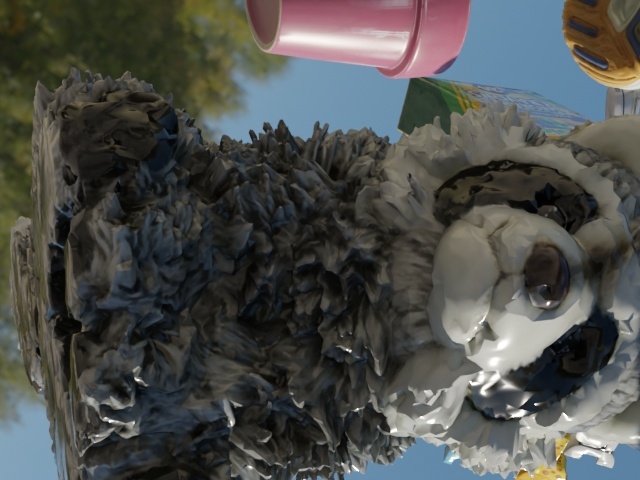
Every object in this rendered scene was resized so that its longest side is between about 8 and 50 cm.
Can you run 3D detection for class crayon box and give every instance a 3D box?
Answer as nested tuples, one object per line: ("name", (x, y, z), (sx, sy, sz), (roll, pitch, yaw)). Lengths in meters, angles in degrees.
("crayon box", (0.269, -0.118, 1.954), (0.323, 0.203, 0.083), (38, -61, 53))

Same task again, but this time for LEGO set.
("LEGO set", (0.216, 0.200, 1.633), (0.093, 0.227, 0.087), (111, -6, -45))

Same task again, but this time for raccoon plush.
("raccoon plush", (0.000, 0.000, 0.821), (0.446, 0.299, 0.216), (-137, -135, -68))

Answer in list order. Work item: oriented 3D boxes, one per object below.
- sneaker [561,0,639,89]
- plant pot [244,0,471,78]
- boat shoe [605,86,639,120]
("sneaker", (0.277, -0.236, 1.052), (0.112, 0.131, 0.296), (46, -63, 29))
("plant pot", (0.027, -0.254, 1.520), (0.201, 0.180, 0.201), (172, -90, -72))
("boat shoe", (0.278, -0.095, 1.416), (0.035, 0.035, 0.100), (-109, -164, -64))
